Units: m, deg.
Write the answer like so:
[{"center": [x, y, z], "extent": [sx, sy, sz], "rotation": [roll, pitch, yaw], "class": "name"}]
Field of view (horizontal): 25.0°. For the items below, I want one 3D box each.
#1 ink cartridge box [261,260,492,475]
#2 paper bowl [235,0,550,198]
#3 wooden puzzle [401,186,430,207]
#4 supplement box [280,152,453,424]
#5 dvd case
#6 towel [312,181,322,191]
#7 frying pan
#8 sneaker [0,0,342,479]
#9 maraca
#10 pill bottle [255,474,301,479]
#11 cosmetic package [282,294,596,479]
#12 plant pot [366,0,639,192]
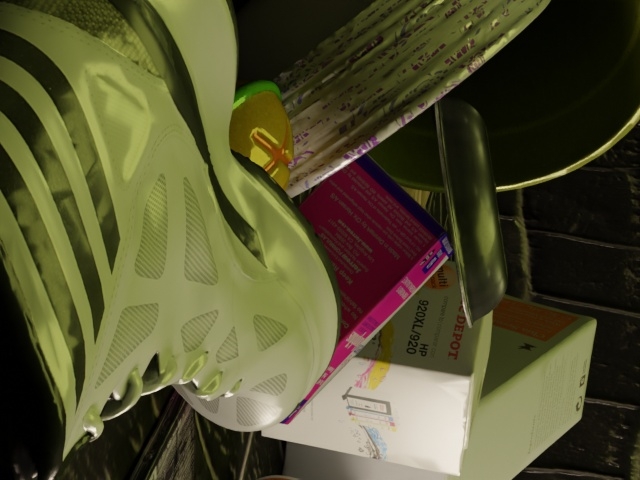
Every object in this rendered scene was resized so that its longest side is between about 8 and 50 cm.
[{"center": [0.065, 0.124, 1.592], "extent": [0.171, 0.232, 0.168], "rotation": [-71, 166, -45], "class": "ink cartridge box"}, {"center": [0.033, -0.170, 1.166], "extent": [0.148, 0.284, 0.284], "rotation": [52, 23, -8], "class": "paper bowl"}, {"center": [0.122, -0.119, 2.147], "extent": [0.322, 0.080, 0.348], "rotation": [-66, 167, -52], "class": "wooden puzzle"}, {"center": [-0.001, 0.042, 1.237], "extent": [0.220, 0.114, 0.111], "rotation": [-45, 168, 1], "class": "supplement box"}, {"center": [-0.136, 0.253, 1.217], "extent": [0.164, 0.018, 0.221], "rotation": [-67, 163, -56], "class": "dvd case"}, {"center": [0.000, 0.000, 1.715], "extent": [0.113, 0.023, 0.152], "rotation": [-69, 165, -45], "class": "towel"}, {"center": [0.127, -0.036, 1.240], "extent": [0.326, 0.053, 0.197], "rotation": [-47, 128, -80], "class": "frying pan"}, {"center": [-0.127, 0.047, 0.789], "extent": [0.447, 0.169, 0.257], "rotation": [71, 38, -53], "class": "sneaker"}, {"center": [-0.081, -0.036, 1.042], "extent": [0.127, 0.099, 0.186], "rotation": [-23, 145, -55], "class": "maraca"}, {"center": [-0.060, 0.328, 1.415], "extent": [0.216, 0.121, 0.121], "rotation": [-51, 149, -69], "class": "pill bottle"}, {"center": [0.168, 0.204, 1.892], "extent": [0.453, 0.230, 0.162], "rotation": [-24, 124, -56], "class": "cosmetic package"}, {"center": [0.149, -0.299, 1.483], "extent": [0.366, 0.366, 0.353], "rotation": [87, 4, -50], "class": "plant pot"}]
